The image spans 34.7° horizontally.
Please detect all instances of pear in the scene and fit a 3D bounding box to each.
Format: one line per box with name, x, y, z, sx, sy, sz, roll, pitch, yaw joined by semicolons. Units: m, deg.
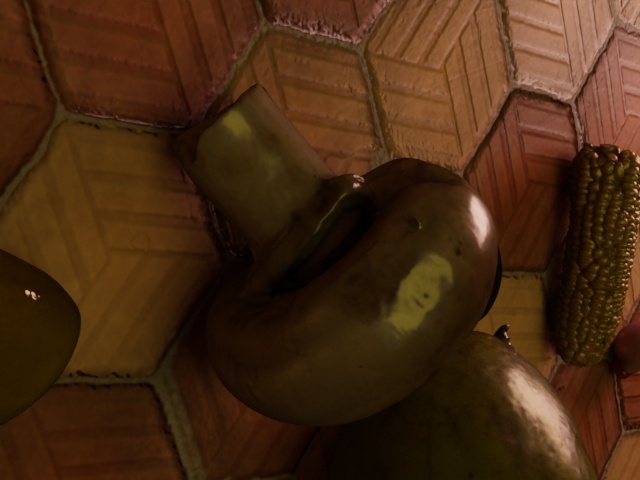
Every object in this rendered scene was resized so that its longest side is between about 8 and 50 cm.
pear;0.152;0.248;1.079;0.287;0.287;0.375;47;50;-37

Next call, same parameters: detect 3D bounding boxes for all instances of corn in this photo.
corn;0.356;0.020;1.331;0.101;0.101;0.292;4;97;-42

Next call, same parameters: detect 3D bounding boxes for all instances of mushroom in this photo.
mushroom;0.000;0.000;0.907;0.292;0.292;0.290;-45;107;-27

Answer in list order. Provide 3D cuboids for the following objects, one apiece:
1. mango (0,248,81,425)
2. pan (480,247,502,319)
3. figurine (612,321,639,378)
mango;-0.323;0.056;0.694;0.331;0.142;0.195;38;77;-42
pan;0.171;0.088;1.219;0.136;0.028;0.235;-15;108;-39
figurine;0.450;0.153;1.455;0.067;0.071;0.083;34;60;3
